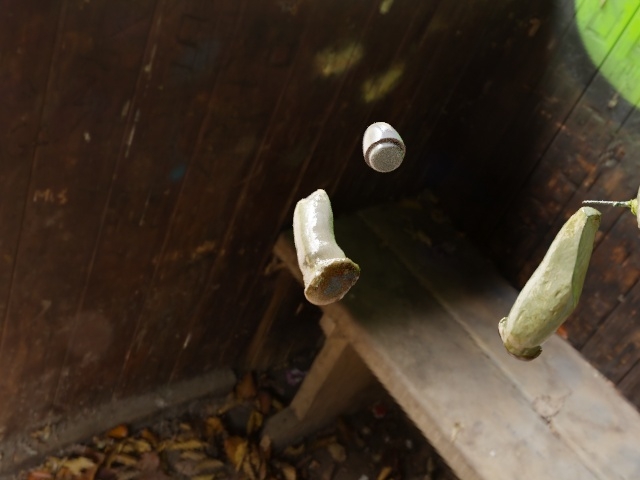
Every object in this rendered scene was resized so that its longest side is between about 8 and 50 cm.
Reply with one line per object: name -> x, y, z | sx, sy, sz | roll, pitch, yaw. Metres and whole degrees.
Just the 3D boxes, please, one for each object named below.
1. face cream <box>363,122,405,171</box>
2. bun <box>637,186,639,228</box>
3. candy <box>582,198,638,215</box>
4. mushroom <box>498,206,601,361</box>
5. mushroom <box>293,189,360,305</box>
face cream -> 0.137, -0.206, 1.866 | 0.091, 0.091, 0.095 | 8, 44, -21
bun -> 0.612, -0.006, 1.169 | 0.365, 0.219, 0.365 | 37, 21, -17
candy -> 0.485, -0.058, 1.384 | 0.123, 0.035, 0.035 | 9, 27, 37
mushroom -> 0.437, 0.092, 1.594 | 0.087, 0.333, 0.107 | -7, 45, -41
mushroom -> 0.000, 0.000, 1.247 | 0.071, 0.084, 0.209 | 23, 35, -32
